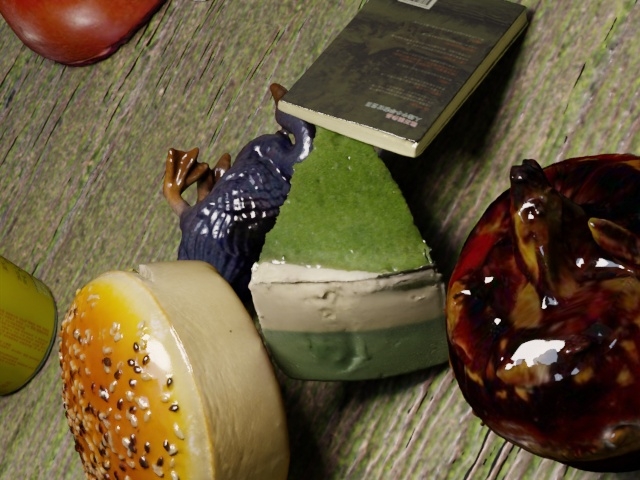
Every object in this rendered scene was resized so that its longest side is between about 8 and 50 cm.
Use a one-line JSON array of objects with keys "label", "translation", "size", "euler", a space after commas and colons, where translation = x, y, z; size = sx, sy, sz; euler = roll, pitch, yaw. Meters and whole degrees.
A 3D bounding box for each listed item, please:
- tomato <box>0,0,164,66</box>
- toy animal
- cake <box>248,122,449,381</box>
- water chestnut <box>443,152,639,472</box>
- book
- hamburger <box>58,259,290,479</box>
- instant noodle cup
[{"label": "tomato", "translation": [-0.310, -0.402, 2.315], "size": [0.290, 0.176, 0.335], "euler": [-22, 55, 29]}, {"label": "toy animal", "translation": [-0.095, -0.025, 1.971], "size": [0.185, 0.122, 0.298], "euler": [25, 88, 45]}, {"label": "cake", "translation": [0.000, -0.005, 1.808], "size": [0.172, 0.158, 0.283], "euler": [-18, 49, -5]}, {"label": "water chestnut", "translation": [0.223, 0.046, 1.549], "size": [0.300, 0.300, 0.300], "euler": [-19, 58, 34]}, {"label": "book", "translation": [0.084, -0.179, 1.845], "size": [0.160, 0.024, 0.228], "euler": [20, 52, 25]}, {"label": "hamburger", "translation": [-0.152, 0.163, 1.820], "size": [0.300, 0.176, 0.300], "euler": [166, 90, -69]}, {"label": "instant noodle cup", "translation": [-0.437, 0.073, 2.145], "size": [0.215, 0.236, 0.215], "euler": [-19, 58, 34]}]
